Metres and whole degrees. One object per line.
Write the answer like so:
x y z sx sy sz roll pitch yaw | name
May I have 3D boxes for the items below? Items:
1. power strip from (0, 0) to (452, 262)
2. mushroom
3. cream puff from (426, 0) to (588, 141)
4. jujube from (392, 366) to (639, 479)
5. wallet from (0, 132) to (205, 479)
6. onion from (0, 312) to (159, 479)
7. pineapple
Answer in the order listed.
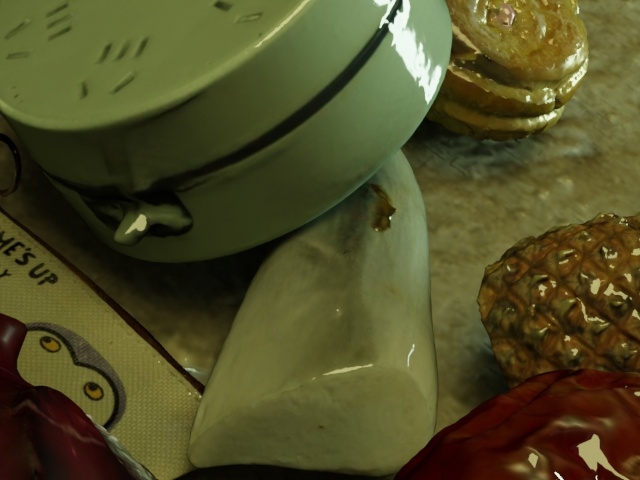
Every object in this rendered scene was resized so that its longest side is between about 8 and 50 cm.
-0.083 -0.148 1.411 0.358 0.161 0.357 -19 41 18 | power strip
0.000 -0.001 1.426 0.177 0.126 0.397 -1 44 4 | mushroom
0.128 -0.159 1.578 0.189 0.129 0.189 11 53 -15 | cream puff
0.177 0.219 1.172 0.276 0.276 0.377 40 31 19 | jujube
-0.250 0.085 1.355 0.335 0.068 0.275 42 57 16 | wallet
-0.257 0.256 1.051 0.420 0.398 0.398 -32 62 -2 | onion
0.261 0.032 1.376 0.279 0.158 0.157 -24 52 20 | pineapple
